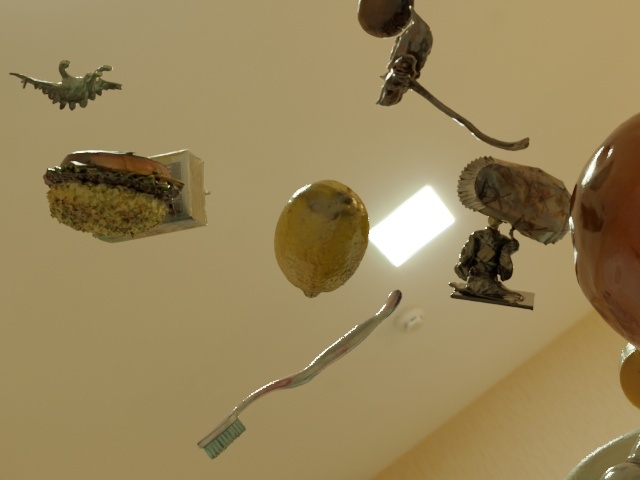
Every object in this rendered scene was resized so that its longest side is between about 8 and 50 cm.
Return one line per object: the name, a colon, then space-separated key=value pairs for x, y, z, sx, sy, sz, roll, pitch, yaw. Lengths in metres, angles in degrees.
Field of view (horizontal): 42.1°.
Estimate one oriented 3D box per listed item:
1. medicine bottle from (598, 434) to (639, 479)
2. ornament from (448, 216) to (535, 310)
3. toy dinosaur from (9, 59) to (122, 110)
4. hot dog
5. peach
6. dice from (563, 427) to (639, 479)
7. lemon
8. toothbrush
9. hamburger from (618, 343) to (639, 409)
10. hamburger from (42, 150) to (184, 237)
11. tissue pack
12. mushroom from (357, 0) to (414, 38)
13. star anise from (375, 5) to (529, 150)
medicine bottle: x=0.429 y=0.379 z=1.151 sx=0.352 sy=0.110 sz=0.110 roll=-53 pitch=-29 yaw=-25
ornament: x=0.334 y=0.016 z=1.584 sx=0.153 sy=0.166 sz=0.196 roll=-15 pitch=-69 yaw=-75
toy dinosaur: x=-0.423 y=-0.258 z=1.393 sx=0.209 sy=0.039 sz=0.082 roll=-3 pitch=-48 yaw=-50
hot dog: x=0.364 y=-0.078 z=1.527 sx=0.253 sy=0.069 sz=0.131 roll=19 pitch=-100 yaw=-21
peach: x=0.469 y=0.003 z=0.996 sx=0.343 sy=0.301 sz=0.343 roll=0 pitch=-44 yaw=0
dice: x=0.589 y=0.483 z=1.376 sx=0.304 sy=0.277 sz=0.304 roll=-41 pitch=-51 yaw=22
lemon: x=0.000 y=0.000 z=0.724 sx=0.082 sy=0.082 sz=0.110 roll=-3 pitch=-57 yaw=-35
toothbrush: x=-0.010 y=0.122 z=0.804 sx=0.269 sy=0.027 sz=0.021 roll=-34 pitch=8 yaw=-31
hamburger: x=0.906 y=0.330 z=2.103 sx=0.295 sy=0.227 sz=0.151 roll=-18 pitch=-3 yaw=32
hamburger: x=-0.376 y=-0.080 z=1.508 sx=0.243 sy=0.138 sz=0.262 roll=8 pitch=-10 yaw=-29
tissue pack: x=-0.357 y=-0.084 z=1.779 sx=0.229 sy=0.159 sz=0.145 roll=-10 pitch=-17 yaw=14
mushroom: x=0.124 y=-0.454 z=1.605 sx=0.123 sy=0.123 sz=0.052 roll=-48 pitch=-17 yaw=19
star anise: x=0.192 y=-0.214 z=1.186 sx=0.148 sy=0.227 sz=0.218 roll=-62 pitch=1 yaw=16
